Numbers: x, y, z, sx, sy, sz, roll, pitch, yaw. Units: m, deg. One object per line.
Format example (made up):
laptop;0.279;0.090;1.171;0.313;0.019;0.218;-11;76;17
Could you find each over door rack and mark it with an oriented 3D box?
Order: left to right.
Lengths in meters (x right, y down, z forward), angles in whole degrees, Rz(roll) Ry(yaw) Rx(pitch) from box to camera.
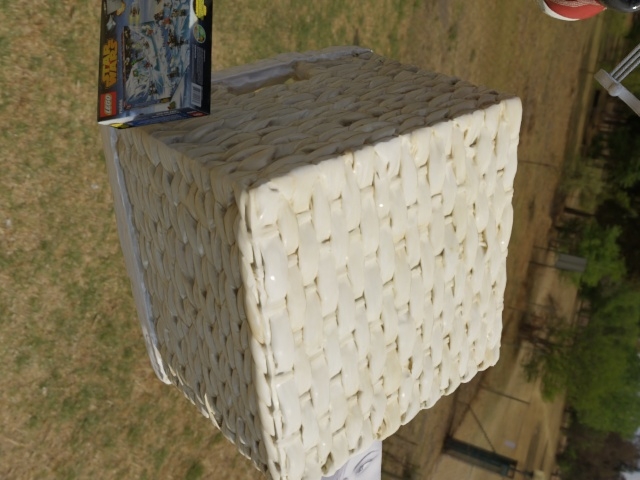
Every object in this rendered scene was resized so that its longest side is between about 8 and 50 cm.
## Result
over door rack;0.596;-0.238;0.886;0.239;0.324;0.108;-48;-146;30

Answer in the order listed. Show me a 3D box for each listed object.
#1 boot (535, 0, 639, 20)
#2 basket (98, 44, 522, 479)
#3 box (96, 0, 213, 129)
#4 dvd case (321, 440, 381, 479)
boot;0.225;-0.288;0.433;0.176;0.088;0.244;-78;172;-72
basket;0.000;0.000;0.620;0.328;0.266;0.332;-23;123;-32
box;-0.124;-0.157;0.457;0.027;0.093;0.137;7;83;-60
dvd case;0.010;0.314;0.722;0.164;0.018;0.221;-30;134;-29
